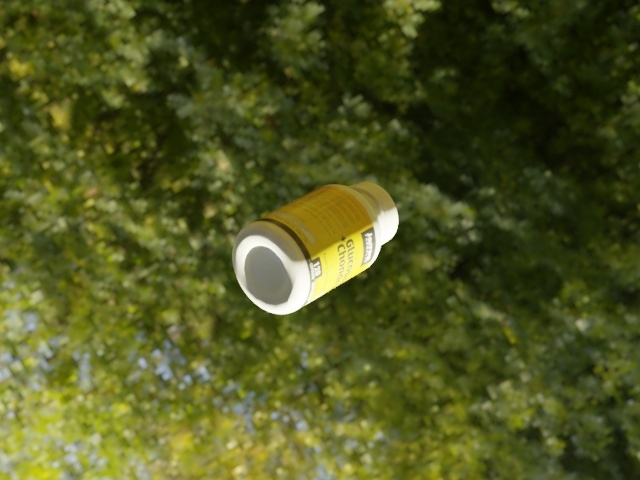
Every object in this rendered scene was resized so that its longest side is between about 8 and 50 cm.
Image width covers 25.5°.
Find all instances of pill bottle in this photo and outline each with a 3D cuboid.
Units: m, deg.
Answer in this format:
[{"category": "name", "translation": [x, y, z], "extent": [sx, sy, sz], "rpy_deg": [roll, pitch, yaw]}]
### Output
[{"category": "pill bottle", "translation": [0.000, 0.000, 1.510], "extent": [0.184, 0.103, 0.103], "rpy_deg": [-29, -92, -44]}]
